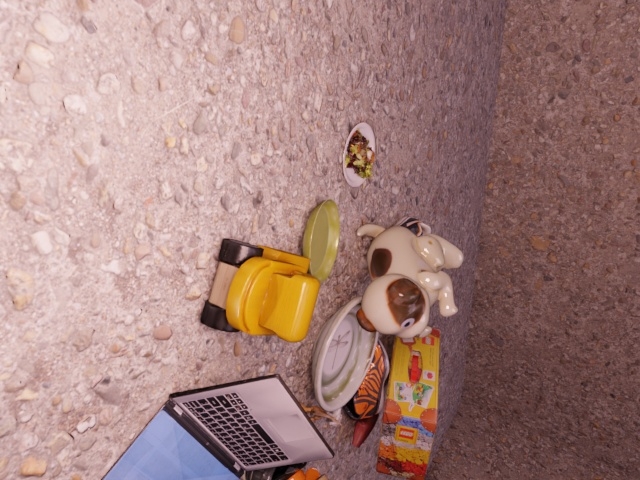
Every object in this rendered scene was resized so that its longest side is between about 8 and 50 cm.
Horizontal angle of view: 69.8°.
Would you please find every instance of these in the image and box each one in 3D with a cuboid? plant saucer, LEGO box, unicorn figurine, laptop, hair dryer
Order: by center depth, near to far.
[{"bbox_3d":[-0.215,0.530,1.017,0.237,0.407,0.382,-90,161,-49],"label":"laptop"},{"bbox_3d":[0.000,0.000,1.305,0.241,0.037,0.241,9,90,-70],"label":"plant saucer"},{"bbox_3d":[0.069,0.369,1.559,0.400,0.100,0.401,-30,127,-49],"label":"plant saucer"},{"bbox_3d":[0.053,0.627,1.688,0.111,0.060,0.162,33,76,-57],"label":"unicorn figurine"},{"bbox_3d":[0.371,0.654,1.913,0.500,0.192,0.373,-65,160,-56],"label":"LEGO box"},{"bbox_3d":[0.162,0.736,1.930,0.223,0.080,0.294,-14,110,-39],"label":"hair dryer"}]

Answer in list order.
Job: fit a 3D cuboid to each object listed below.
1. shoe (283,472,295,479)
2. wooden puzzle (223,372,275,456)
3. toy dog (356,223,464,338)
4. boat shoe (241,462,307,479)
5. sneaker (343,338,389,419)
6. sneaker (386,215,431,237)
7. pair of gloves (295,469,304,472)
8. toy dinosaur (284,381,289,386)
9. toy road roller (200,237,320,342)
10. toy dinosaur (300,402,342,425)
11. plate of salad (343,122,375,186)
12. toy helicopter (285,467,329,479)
[{"bbox_3d":[-0.123,0.876,1.503,0.219,0.076,0.058,-60,141,-25],"label":"shoe"},{"bbox_3d":[-0.176,0.503,1.239,0.220,0.044,0.239,-35,132,-29],"label":"wooden puzzle"},{"bbox_3d":[0.267,0.135,1.473,0.395,0.284,0.408,48,34,-14],"label":"toy dog"},{"bbox_3d":[-0.097,0.662,1.412,0.340,0.112,0.127,14,91,-59],"label":"boat shoe"},{"bbox_3d":[0.164,0.536,1.770,0.179,0.124,0.322,-1,90,-42],"label":"sneaker"},{"bbox_3d":[0.321,0.006,1.780,0.321,0.127,0.126,-42,137,-40],"label":"sneaker"},{"bbox_3d":[-0.083,0.822,1.608,0.074,0.010,0.084,-38,137,-46],"label":"pair of gloves"},{"bbox_3d":[-0.138,0.435,1.303,0.093,0.053,0.183,-52,143,-30],"label":"toy dinosaur"},{"bbox_3d":[-0.092,0.133,1.057,0.329,0.240,0.203,17,89,-59],"label":"toy road roller"},{"bbox_3d":[-0.009,0.565,1.502,0.211,0.112,0.064,126,-33,-71],"label":"toy dinosaur"},{"bbox_3d":[0.130,-0.263,1.423,0.199,0.048,0.200,-32,130,-48],"label":"plate of salad"},{"bbox_3d":[-0.113,0.815,1.372,0.355,0.140,0.235,-42,163,8],"label":"toy helicopter"}]
